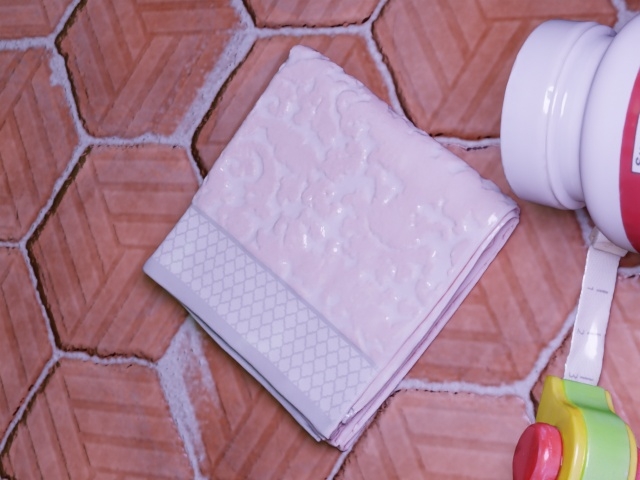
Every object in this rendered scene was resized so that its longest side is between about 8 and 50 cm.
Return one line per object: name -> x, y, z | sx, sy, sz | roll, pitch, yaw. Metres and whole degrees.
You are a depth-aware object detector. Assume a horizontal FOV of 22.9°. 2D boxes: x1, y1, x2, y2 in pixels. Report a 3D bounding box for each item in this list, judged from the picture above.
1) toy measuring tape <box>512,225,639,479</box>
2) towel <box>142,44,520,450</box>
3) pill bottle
toy measuring tape -> 0.251, 0.147, 1.442 | 0.121, 0.121, 0.330 | 10, 84, 31
towel -> 0.000, 0.000, 1.662 | 0.332, 0.053, 0.317 | 41, 99, 29
pill bottle -> 0.374, -0.083, 1.366 | 0.408, 0.229, 0.229 | 13, 85, 32
